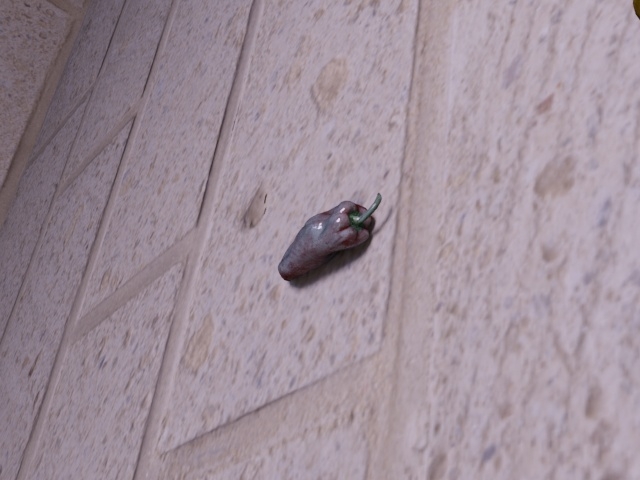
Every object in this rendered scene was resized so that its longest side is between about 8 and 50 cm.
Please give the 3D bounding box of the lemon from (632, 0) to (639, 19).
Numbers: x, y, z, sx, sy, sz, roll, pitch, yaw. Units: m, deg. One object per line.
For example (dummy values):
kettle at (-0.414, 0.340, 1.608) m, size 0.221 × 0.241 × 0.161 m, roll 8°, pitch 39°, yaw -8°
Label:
lemon at (0.222, -0.248, 0.389) m, size 0.316 × 0.285 × 0.285 m, roll -54°, pitch 26°, yaw 31°

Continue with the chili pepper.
chili pepper at (0.000, -0.001, 0.803) m, size 0.050 × 0.041 × 0.153 m, roll -27°, pitch -1°, yaw -42°
